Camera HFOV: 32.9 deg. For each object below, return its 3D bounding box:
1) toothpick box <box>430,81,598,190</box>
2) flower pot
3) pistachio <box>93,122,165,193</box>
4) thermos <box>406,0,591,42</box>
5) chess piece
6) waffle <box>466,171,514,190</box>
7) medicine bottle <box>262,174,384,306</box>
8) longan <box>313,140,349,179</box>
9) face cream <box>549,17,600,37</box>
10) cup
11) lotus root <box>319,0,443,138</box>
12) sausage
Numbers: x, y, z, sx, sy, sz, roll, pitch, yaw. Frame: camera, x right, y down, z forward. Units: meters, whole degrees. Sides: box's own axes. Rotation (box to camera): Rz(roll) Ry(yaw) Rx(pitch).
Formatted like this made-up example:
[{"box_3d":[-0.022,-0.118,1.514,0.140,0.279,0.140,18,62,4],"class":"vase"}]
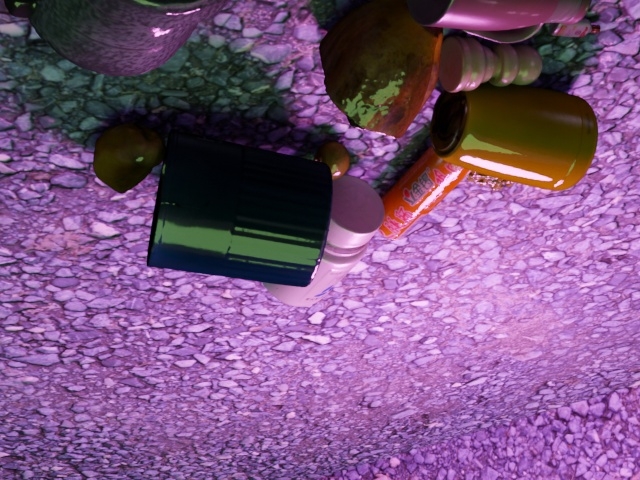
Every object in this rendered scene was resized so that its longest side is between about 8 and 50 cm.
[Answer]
[{"box_3d":[0.328,-0.189,1.890,0.271,0.175,0.175,8,148,-22],"class":"toothpick box"},{"box_3d":[-0.233,-0.379,1.310,0.299,0.299,0.283,9,157,-28],"class":"flower pot"},{"box_3d":[-0.334,-0.151,1.871,0.110,0.100,0.189,30,155,-15],"class":"pistachio"},{"box_3d":[0.265,-0.365,1.587,0.265,0.146,0.176,2,147,-28],"class":"thermos"},{"box_3d":[0.285,-0.293,1.788,0.170,0.094,0.094,-6,153,-22],"class":"chess piece"},{"box_3d":[0.359,-0.156,2.099,0.169,0.036,0.183,22,139,-40],"class":"waffle"},{"box_3d":[0.000,0.000,2.152,0.170,0.170,0.293,6,148,-25],"class":"medicine bottle"},{"box_3d":[0.015,-0.146,1.986,0.083,0.075,0.075,-4,156,-45],"class":"longan"},{"box_3d":[0.419,-0.349,1.775,0.083,0.021,0.040,0,151,-16],"class":"face cream"},{"box_3d":[-0.148,-0.038,1.922,0.292,0.242,0.308,9,153,-10],"class":"cup"},{"box_3d":[0.120,-0.280,1.667,0.199,0.188,0.180,18,132,-36],"class":"lotus root"},{"box_3d":[0.208,-0.114,2.079,0.093,0.093,0.312,7,148,-26],"class":"sausage"}]
